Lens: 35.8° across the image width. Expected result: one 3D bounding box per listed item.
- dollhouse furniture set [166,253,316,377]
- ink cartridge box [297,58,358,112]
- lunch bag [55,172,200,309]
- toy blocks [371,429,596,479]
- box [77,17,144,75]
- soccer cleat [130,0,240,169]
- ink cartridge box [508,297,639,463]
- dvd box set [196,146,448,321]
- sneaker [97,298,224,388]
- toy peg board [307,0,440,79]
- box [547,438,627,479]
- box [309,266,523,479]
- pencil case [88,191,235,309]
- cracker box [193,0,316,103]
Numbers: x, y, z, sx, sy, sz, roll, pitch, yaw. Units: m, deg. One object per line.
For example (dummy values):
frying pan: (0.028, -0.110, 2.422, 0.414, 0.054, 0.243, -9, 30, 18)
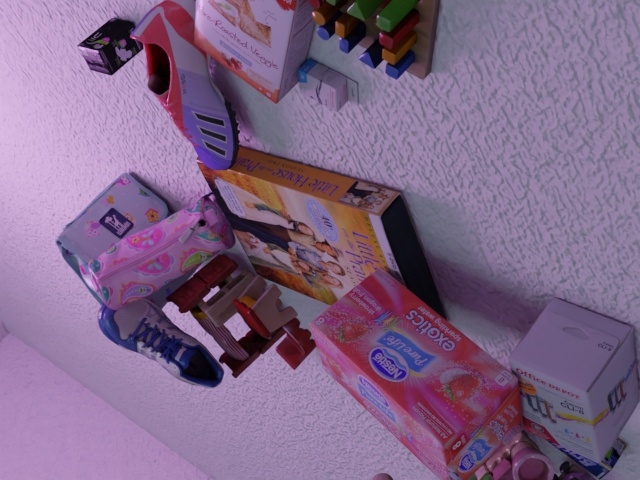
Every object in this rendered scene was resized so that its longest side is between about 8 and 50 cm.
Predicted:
dollhouse furniture set: (-0.147, 0.172, 1.944, 0.201, 0.152, 0.374, 53, 168, -21)
ink cartridge box: (0.011, -0.211, 1.371, 0.083, 0.028, 0.048, 30, 152, 23)
lunch bag: (-0.406, 0.017, 2.088, 0.160, 0.223, 0.262, 4, 136, 49)
toy blocks: (0.277, 0.444, 1.598, 0.309, 0.289, 0.260, 40, -172, -10)
box: (-0.345, -0.321, 1.639, 0.062, 0.083, 0.052, 21, 146, 38)
soccer cleat: (-0.211, -0.223, 1.537, 0.108, 0.116, 0.318, 26, 144, 32)
ink cartridge box: (0.359, 0.196, 1.395, 0.128, 0.127, 0.176, 21, 147, 38)
dvd box set: (0.000, 0.000, 1.676, 0.420, 0.062, 0.308, 20, 147, 39)
sneaker: (-0.311, 0.203, 2.008, 0.296, 0.112, 0.131, 36, 166, -34)
toy peg board: (0.049, -0.265, 1.175, 0.161, 0.079, 0.161, 33, 153, 19)
box: (0.400, 0.305, 1.593, 0.169, 0.054, 0.059, 36, 154, 14)
box: (0.139, 0.200, 1.470, 0.300, 0.154, 0.142, 41, 160, 38)
pencil case: (-0.303, 0.022, 1.901, 0.124, 0.284, 0.124, 59, -169, -18)
cracker box: (-0.088, -0.306, 1.319, 0.155, 0.067, 0.232, 37, 153, 10)
